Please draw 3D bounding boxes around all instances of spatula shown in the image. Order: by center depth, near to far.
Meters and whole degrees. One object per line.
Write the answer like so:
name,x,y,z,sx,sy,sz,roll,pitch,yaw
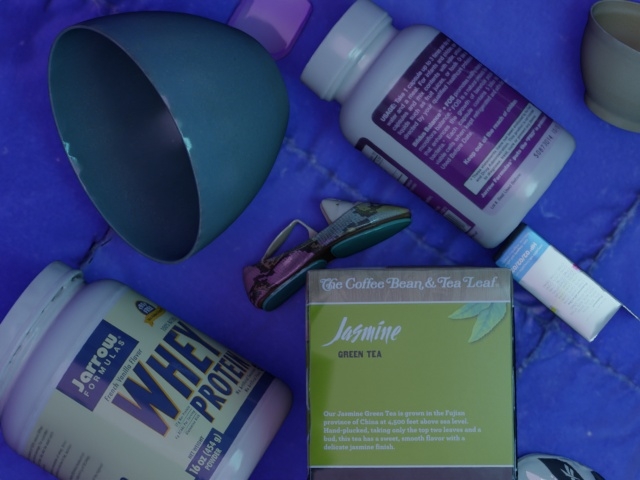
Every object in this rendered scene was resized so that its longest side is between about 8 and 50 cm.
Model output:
spatula,-0.014,-0.345,1.852,0.084,0.030,0.296,32,117,1

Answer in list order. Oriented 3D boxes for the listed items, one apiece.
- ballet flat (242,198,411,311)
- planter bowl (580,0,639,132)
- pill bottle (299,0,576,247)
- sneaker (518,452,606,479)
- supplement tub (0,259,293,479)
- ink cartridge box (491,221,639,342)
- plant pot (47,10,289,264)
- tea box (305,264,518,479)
ballet flat,0.000,0.000,1.883,0.221,0.077,0.079,-32,71,5
planter bowl,0.367,-0.192,1.810,0.162,0.162,0.109,21,120,3
pill bottle,0.130,-0.143,1.812,0.301,0.169,0.169,39,95,1
sneaker,0.324,0.339,1.829,0.235,0.153,0.094,43,93,1
supplement tub,-0.220,0.190,1.821,0.325,0.235,0.235,32,95,2
ink cartridge box,0.290,0.059,1.842,0.181,0.104,0.061,40,95,2
plant pot,-0.151,-0.144,1.803,0.195,0.290,0.290,-29,91,-30
tea box,0.105,0.192,1.740,0.220,0.329,0.324,0,86,5
